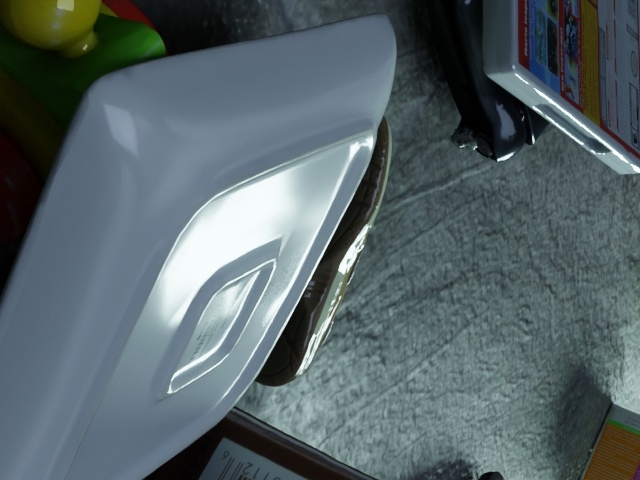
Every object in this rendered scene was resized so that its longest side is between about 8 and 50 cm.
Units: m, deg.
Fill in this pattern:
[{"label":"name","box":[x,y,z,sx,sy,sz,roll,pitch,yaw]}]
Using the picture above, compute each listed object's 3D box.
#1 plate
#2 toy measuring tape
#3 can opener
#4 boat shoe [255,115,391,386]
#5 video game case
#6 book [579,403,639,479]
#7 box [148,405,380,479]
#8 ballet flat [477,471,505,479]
[{"label":"plate","box":[-0.064,0.029,0.608,0.278,0.045,0.277,-29,150,-60]},{"label":"toy measuring tape","box":[-0.128,-0.025,0.597,0.121,0.121,0.330,-49,164,-28]},{"label":"can opener","box":[0.111,-0.122,0.895,0.073,0.059,0.186,-54,140,-15]},{"label":"boat shoe","box":[0.000,0.000,0.806,0.190,0.068,0.072,-66,160,12]},{"label":"video game case","box":[0.189,-0.180,0.941,0.285,0.025,0.204,21,68,-57]},{"label":"book","box":[0.345,0.268,1.401,0.144,0.096,0.035,-63,146,-10]},{"label":"box","box":[0.041,0.261,0.877,0.143,0.191,0.381,-60,146,-15]},{"label":"ballet flat","box":[0.127,0.315,1.118,0.084,0.058,0.250,50,41,-32]}]
